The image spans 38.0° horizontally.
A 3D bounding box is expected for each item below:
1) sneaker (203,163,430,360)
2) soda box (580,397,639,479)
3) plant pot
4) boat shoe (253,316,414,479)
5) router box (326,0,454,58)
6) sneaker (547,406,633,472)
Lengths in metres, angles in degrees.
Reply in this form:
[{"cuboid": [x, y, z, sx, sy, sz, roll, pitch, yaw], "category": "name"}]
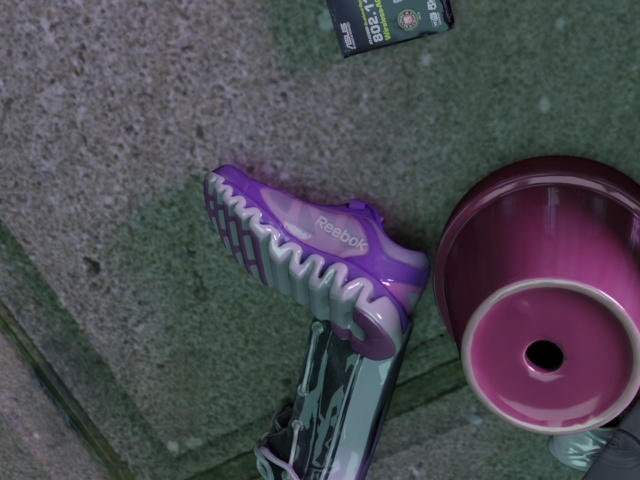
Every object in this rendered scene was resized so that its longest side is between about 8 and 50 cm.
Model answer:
[{"cuboid": [0.000, 0.000, 0.819, 0.236, 0.104, 0.095, 36, 155, 20], "category": "sneaker"}, {"cuboid": [0.330, 0.126, 0.731, 0.091, 0.098, 0.286, 27, 104, -12], "category": "soda box"}, {"cuboid": [0.184, 0.052, 0.735, 0.201, 0.180, 0.201, 5, 113, 12], "category": "plant pot"}, {"cuboid": [-0.007, 0.195, 0.883, 0.104, 0.113, 0.306, 21, 113, 13], "category": "boat shoe"}, {"cuboid": [0.047, -0.217, 0.741, 0.092, 0.038, 0.123, -11, 108, 20], "category": "router box"}, {"cuboid": [0.285, 0.187, 0.833, 0.152, 0.054, 0.061, 16, 112, 9], "category": "sneaker"}]
